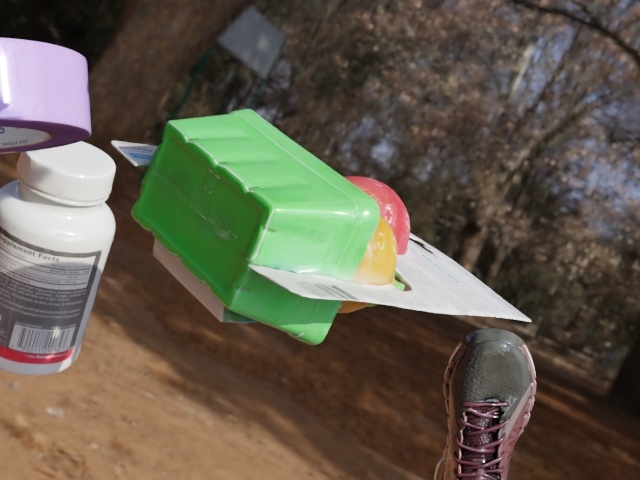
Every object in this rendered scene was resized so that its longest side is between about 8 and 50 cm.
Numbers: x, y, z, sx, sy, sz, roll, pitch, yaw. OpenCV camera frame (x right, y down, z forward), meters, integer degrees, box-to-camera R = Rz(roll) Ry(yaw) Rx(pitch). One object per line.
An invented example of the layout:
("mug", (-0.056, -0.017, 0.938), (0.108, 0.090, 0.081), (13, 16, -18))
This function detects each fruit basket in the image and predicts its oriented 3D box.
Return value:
("fruit basket", (0.000, 0.000, 1.143), (0.353, 0.165, 0.327), (15, 18, -48))

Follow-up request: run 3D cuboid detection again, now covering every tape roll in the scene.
("tape roll", (-0.403, -0.158, 1.274), (0.275, 0.090, 0.275), (-5, -3, 0))

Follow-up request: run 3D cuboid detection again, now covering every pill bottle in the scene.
("pill bottle", (-0.396, 0.019, 1.605), (0.176, 0.318, 0.176), (18, 22, -8))

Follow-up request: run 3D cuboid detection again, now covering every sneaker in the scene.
("sneaker", (0.192, 0.250, 1.273), (0.107, 0.281, 0.162), (2, 32, 1))
